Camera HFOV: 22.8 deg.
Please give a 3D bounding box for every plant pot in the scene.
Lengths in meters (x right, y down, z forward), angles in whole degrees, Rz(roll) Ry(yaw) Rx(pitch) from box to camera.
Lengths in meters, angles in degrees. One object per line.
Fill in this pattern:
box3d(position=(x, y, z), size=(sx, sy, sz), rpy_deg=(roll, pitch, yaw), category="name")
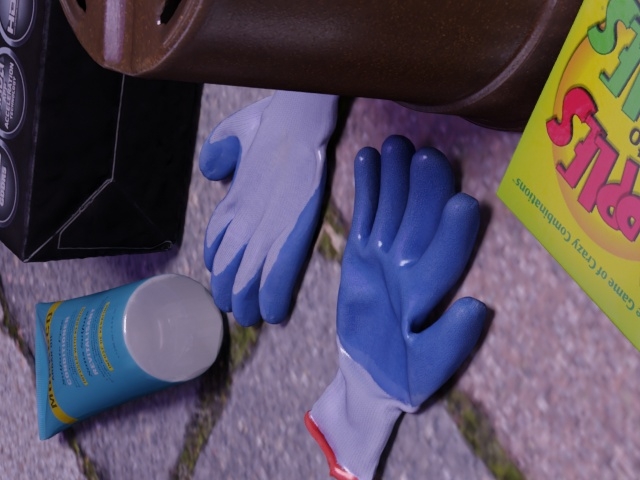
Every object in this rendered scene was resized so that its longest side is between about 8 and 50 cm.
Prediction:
box3d(position=(0.006, -0.116, 0.534), size=(0.167, 0.165, 0.167), rpy_deg=(11, 103, 55), category="plant pot")

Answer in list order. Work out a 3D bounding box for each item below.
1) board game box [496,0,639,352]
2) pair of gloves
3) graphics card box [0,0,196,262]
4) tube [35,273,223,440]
box3d(position=(0.125, -0.060, 0.473), size=(0.092, 0.043, 0.181), rpy_deg=(52, 133, 39), category="board game box")
box3d(position=(0.000, 0.000, 0.681), size=(0.198, 0.023, 0.159), rpy_deg=(51, 132, 39), category="pair of gloves")
box3d(position=(-0.188, -0.161, 0.877), size=(0.371, 0.094, 0.233), rpy_deg=(34, 121, 48), category="graphics card box")
box3d(position=(-0.116, 0.059, 0.842), size=(0.207, 0.052, 0.080), rpy_deg=(-21, 65, 60), category="tube")
